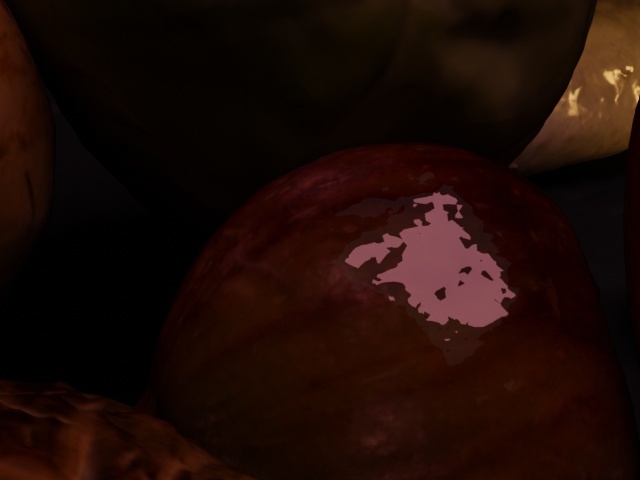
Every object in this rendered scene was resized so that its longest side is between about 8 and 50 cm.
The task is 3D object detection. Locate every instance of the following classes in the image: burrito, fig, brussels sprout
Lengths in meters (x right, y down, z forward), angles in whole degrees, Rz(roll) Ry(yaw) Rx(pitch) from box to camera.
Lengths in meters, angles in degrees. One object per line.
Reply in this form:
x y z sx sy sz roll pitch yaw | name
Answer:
0.194 -0.120 0.989 0.299 0.105 0.143 -15 30 -33 | burrito
-0.002 0.057 0.548 0.207 0.175 0.175 -12 26 6 | fig
-0.019 -0.117 0.669 0.273 0.317 0.242 -10 28 47 | brussels sprout

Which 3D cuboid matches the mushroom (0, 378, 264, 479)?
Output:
-0.087 0.140 0.340 0.278 0.163 0.297 5 28 -5 | mushroom

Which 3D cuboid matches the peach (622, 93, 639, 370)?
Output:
0.289 0.003 0.453 0.388 0.388 0.388 5 27 -3 | peach

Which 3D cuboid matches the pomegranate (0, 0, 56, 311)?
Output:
-0.205 -0.042 0.612 0.215 0.215 0.215 5 27 -3 | pomegranate
